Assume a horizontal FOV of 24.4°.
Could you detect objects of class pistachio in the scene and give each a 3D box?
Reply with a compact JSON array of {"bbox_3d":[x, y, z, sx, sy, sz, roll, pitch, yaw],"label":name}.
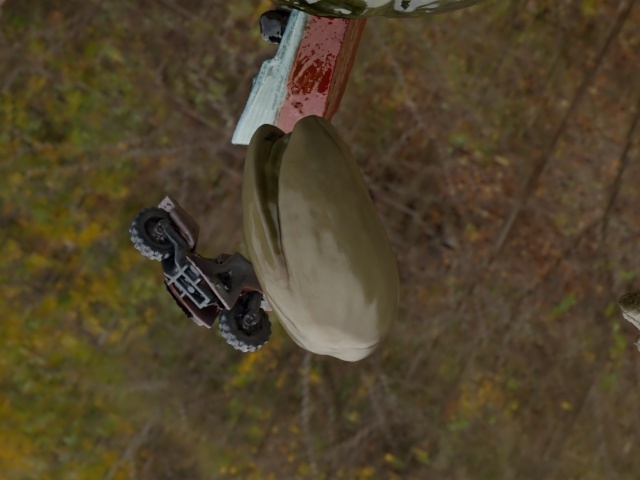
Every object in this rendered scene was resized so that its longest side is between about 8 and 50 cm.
[{"bbox_3d":[0.000,0.000,1.308,0.136,0.136,0.226,-9,99,65],"label":"pistachio"}]

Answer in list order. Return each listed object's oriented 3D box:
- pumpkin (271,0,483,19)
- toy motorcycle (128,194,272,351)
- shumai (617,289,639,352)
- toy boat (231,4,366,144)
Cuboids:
[{"bbox_3d":[0.043,-0.292,1.100,0.225,0.303,0.256,4,134,-7],"label":"pumpkin"},{"bbox_3d":[-0.127,0.032,1.740,0.212,0.118,0.084,46,137,-2],"label":"toy motorcycle"},{"bbox_3d":[0.404,0.106,1.635,0.139,0.105,0.123,-6,-169,16],"label":"shumai"},{"bbox_3d":[-0.019,-0.252,1.529,0.133,0.332,0.145,18,-176,6],"label":"toy boat"}]
